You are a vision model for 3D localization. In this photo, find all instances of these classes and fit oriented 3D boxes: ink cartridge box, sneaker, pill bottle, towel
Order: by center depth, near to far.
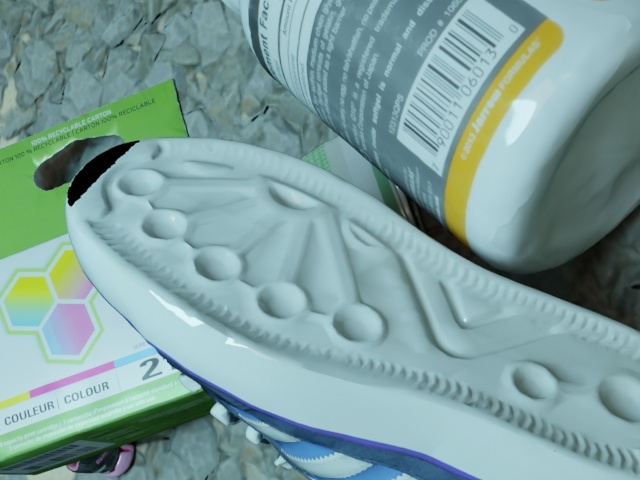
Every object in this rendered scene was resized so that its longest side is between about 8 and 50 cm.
[{"bbox_3d":[0.013,0.105,0.497,0.322,0.130,0.236,24,135,12],"label":"sneaker"},{"bbox_3d":[0.056,-0.123,0.527,0.278,0.162,0.162,45,111,31],"label":"pill bottle"},{"bbox_3d":[0.000,0.000,0.644,0.152,0.023,0.113,-30,67,32],"label":"towel"},{"bbox_3d":[-0.171,0.013,0.680,0.188,0.097,0.255,-21,72,9],"label":"ink cartridge box"},{"bbox_3d":[-0.176,0.119,0.734,0.047,0.057,0.119,-22,72,35],"label":"sneaker"}]
